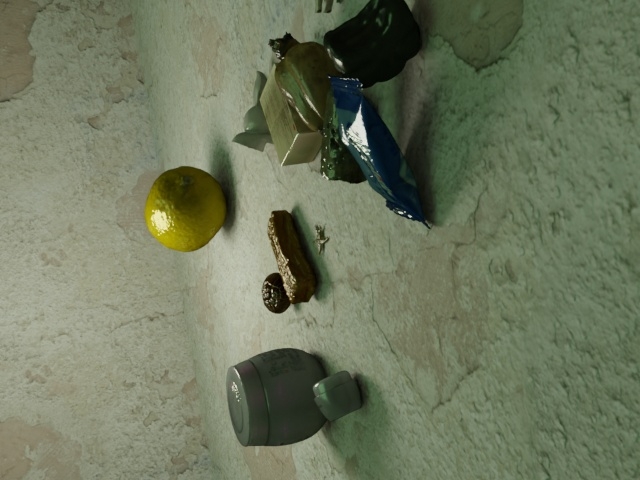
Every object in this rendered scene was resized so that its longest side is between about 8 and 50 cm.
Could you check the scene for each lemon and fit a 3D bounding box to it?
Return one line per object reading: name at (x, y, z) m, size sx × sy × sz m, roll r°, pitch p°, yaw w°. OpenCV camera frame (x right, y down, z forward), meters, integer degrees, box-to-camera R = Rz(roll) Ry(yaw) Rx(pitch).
lemon at (-0.504, -0.115, 2.553) m, size 0.336 × 0.336 × 0.336 m, roll 170°, pitch 90°, yaw -67°

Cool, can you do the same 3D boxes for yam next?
yam at (0.057, -0.228, 1.467) m, size 0.107 × 0.107 × 0.194 m, roll -136°, pitch 43°, yaw -54°

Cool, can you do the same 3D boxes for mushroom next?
mushroom at (-0.134, 0.162, 2.090) m, size 0.126 × 0.085 × 0.109 m, roll 60°, pitch 149°, yaw 29°

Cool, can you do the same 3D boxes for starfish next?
starfish at (0.000, 0.000, 1.809) m, size 0.092 × 0.016 × 0.086 m, roll 0°, pitch 101°, yaw 64°

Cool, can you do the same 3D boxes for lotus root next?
lotus root at (-0.022, -0.356, 1.562) m, size 0.154 × 0.140 × 0.257 m, roll -36°, pitch 76°, yaw 50°

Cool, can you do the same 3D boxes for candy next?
candy at (0.106, -0.172, 1.307) m, size 0.331 × 0.077 × 0.187 m, roll 58°, pitch 173°, yaw -26°

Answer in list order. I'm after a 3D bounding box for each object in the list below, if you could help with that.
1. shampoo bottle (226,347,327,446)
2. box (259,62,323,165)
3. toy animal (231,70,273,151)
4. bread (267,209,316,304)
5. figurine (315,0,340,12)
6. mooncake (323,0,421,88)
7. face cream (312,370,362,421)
shampoo bottle at (-0.128, 0.453, 1.965) m, size 0.273 × 0.266 × 0.273 m, roll 171°, pitch 90°, yaw -68°
box at (-0.069, -0.323, 1.735) m, size 0.168 × 0.095 × 0.212 m, roll 126°, pitch 129°, yaw -61°
toy animal at (-0.165, -0.367, 1.974) m, size 0.104 × 0.130 × 0.221 m, roll 16°, pitch -89°, yaw -81°
bread at (-0.086, 0.048, 1.945) m, size 0.139 × 0.077 × 0.271 m, roll 106°, pitch 148°, yaw -52°
figurine at (0.018, -0.587, 1.469) m, size 0.083 × 0.083 × 0.187 m, roll -144°, pitch 55°, yaw -59°
mooncake at (0.096, -0.365, 1.238) m, size 0.175 × 0.168 × 0.104 m, roll -60°, pitch 41°, yaw 37°
face cream at (0.044, 0.395, 1.736) m, size 0.104 × 0.117 × 0.117 m, roll 64°, pitch 153°, yaw 14°
